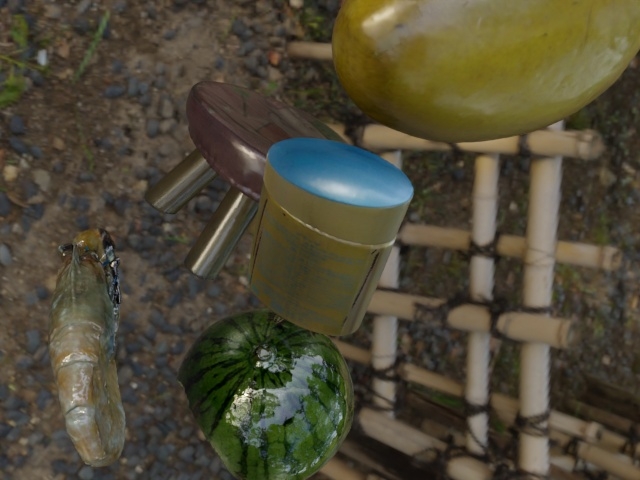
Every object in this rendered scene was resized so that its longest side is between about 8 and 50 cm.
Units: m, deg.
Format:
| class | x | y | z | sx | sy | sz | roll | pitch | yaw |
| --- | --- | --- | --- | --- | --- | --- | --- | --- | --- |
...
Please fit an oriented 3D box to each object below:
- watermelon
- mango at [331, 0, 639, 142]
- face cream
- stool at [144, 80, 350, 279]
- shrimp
| class | x | y | z | sx | sy | sz | roll | pitch | yaw |
| --- | --- | --- | --- | --- | --- | --- | --- | --- | --- |
| watermelon | -0.080 | 0.251 | 1.695 | 0.331 | 0.331 | 0.189 | -47 | 172 | -25 |
| mango | 0.196 | -0.240 | 1.063 | 0.445 | 0.220 | 0.301 | -20 | 151 | -41 |
| face cream | 0.000 | 0.000 | 0.965 | 0.067 | 0.139 | 0.285 | -61 | 174 | -29 |
| stool | -0.072 | -0.061 | 1.216 | 0.272 | 0.272 | 0.178 | 10 | 118 | -46 |
| shrimp | -0.350 | 0.150 | 1.505 | 0.110 | 0.446 | 0.221 | -14 | 137 | 1 |
